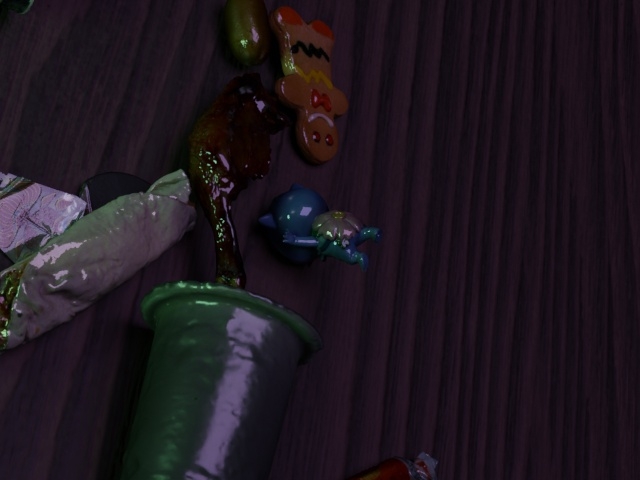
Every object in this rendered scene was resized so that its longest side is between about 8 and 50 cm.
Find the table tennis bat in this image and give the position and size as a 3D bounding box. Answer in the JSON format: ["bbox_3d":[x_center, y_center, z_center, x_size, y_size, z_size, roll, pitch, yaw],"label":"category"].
[{"bbox_3d":[-0.294,-0.031,1.935,0.220,0.019,0.130,2,73,-41],"label":"table tennis bat"}]

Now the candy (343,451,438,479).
[{"bbox_3d":[0.075,0.367,2.042,0.292,0.059,0.086,-14,76,-45],"label":"candy"}]

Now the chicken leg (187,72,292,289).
[{"bbox_3d":[-0.131,-0.094,2.039,0.158,0.096,0.407,44,36,-37],"label":"chicken leg"}]

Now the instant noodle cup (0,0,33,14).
[{"bbox_3d":[-0.454,-0.365,1.896,0.136,0.127,0.127,0,70,-33],"label":"instant noodle cup"}]

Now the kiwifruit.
[{"bbox_3d":[-0.112,-0.328,2.205,0.075,0.075,0.124,5,71,-40],"label":"kiwifruit"}]

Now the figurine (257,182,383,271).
[{"bbox_3d":[0.003,-0.001,2.114,0.114,0.178,0.144,-57,151,-24],"label":"figurine"}]

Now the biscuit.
[{"bbox_3d":[-0.011,-0.241,2.258,0.165,0.036,0.250,11,68,-49],"label":"biscuit"}]

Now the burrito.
[{"bbox_3d":[-0.295,0.022,1.843,0.392,0.076,0.117,-35,130,-41],"label":"burrito"}]

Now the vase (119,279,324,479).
[{"bbox_3d":[-0.148,0.227,1.807,0.245,0.245,0.291,31,58,-27],"label":"vase"}]

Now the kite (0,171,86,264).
[{"bbox_3d":[-0.409,-0.055,1.834,0.229,0.016,0.127,39,65,-19],"label":"kite"}]
